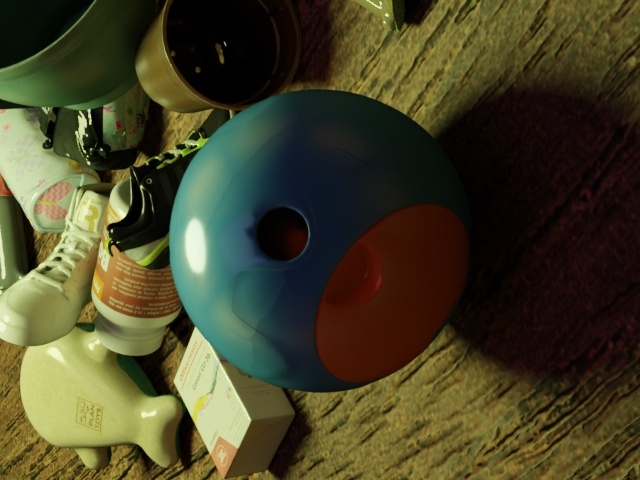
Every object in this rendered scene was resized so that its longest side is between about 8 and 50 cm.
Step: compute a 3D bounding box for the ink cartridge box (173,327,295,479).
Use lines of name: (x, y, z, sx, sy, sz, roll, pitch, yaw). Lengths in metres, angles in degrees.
ink cartridge box: (-0.116, 0.176, 1.817, 0.198, 0.067, 0.115, 58, 139, 35)

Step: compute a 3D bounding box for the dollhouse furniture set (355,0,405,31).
dollhouse furniture set: (0.007, -0.382, 1.499, 0.301, 0.151, 0.197, 37, 162, 21)

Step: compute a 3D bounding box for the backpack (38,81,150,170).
backpack: (-0.295, -0.195, 1.997, 0.152, 0.115, 0.182, 17, 107, 41)

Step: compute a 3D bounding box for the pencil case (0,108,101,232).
pencil case: (-0.416, -0.132, 2.194, 0.124, 0.113, 0.273, -37, 52, 3)

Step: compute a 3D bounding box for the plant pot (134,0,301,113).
plant pot: (-0.131, -0.221, 1.714, 0.165, 0.167, 0.167, -9, 87, 64)

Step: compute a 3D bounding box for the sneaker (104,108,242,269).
sneaker: (-0.176, -0.074, 1.772, 0.234, 0.097, 0.084, -60, 24, -4)

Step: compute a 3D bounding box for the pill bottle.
pill bottle: (-0.228, 0.036, 1.920, 0.121, 0.121, 0.216, 47, 131, 43)

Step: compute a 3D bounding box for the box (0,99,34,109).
box: (-0.548, -0.346, 2.152, 0.312, 0.343, 0.179, 54, 137, 37)

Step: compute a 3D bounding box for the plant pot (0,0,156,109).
plant pot: (-0.319, -0.279, 1.828, 0.293, 0.196, 0.293, -12, 59, 21)

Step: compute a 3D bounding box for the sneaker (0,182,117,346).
sneaker: (-0.334, 0.015, 1.968, 0.108, 0.292, 0.169, 22, 116, 8)

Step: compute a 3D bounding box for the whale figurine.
whale figurine: (-0.283, 0.213, 2.051, 0.272, 0.141, 0.216, 18, 112, 29)

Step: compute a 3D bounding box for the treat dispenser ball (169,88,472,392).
treat dispenser ball: (0.000, 0.000, 1.414, 0.288, 0.288, 0.288, 12, 104, 56)

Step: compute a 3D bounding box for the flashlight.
flashlight: (-0.516, -0.016, 2.376, 0.103, 0.103, 0.304, 177, 87, -83)
